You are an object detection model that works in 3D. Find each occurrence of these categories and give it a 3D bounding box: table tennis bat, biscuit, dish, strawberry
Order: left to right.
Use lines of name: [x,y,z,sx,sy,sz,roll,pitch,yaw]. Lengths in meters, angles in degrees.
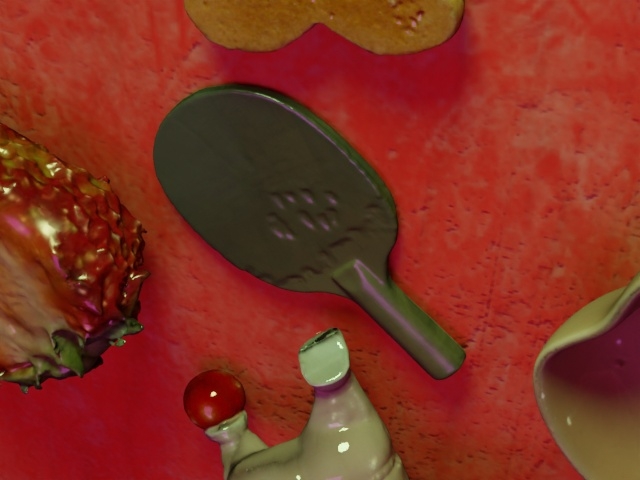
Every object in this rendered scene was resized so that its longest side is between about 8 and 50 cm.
strawberry: [-0.209,-0.009,0.873,0.228,0.098,0.174,36,136,-8]
biscuit: [-0.011,-0.188,0.646,0.165,0.036,0.250,5,138,20]
table tennis bat: [0.000,0.000,0.844,0.234,0.022,0.131,45,133,-18]
dish: [0.225,0.069,0.757,0.213,0.090,0.213,14,135,14]

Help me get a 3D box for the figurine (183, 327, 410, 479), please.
figurine: [0.031,0.192,0.948,0.176,0.186,0.287,-32,98,8]
